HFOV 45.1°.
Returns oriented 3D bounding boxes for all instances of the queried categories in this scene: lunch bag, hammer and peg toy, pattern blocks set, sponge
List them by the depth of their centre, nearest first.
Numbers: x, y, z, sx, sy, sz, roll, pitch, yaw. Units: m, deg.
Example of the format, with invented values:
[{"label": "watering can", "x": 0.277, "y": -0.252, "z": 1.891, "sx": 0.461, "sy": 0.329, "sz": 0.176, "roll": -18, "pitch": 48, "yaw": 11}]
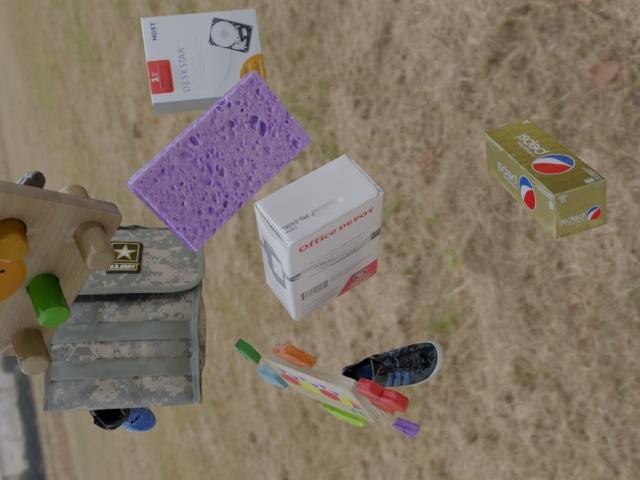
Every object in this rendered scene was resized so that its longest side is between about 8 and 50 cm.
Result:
[{"label": "hammer and peg toy", "x": -0.424, "y": 0.077, "z": 0.900, "sx": 0.361, "sy": 0.266, "sz": 0.127, "roll": -52, "pitch": 51, "yaw": 22}, {"label": "sponge", "x": -0.121, "y": -0.098, "z": 0.949, "sx": 0.117, "sy": 0.210, "sz": 0.031, "roll": 50, "pitch": 164, "yaw": -22}, {"label": "lunch bag", "x": -0.295, "y": 0.111, "z": 1.190, "sx": 0.169, "sy": 0.235, "sz": 0.286, "roll": 130, "pitch": 138, "yaw": -78}, {"label": "pattern blocks set", "x": 0.011, "y": 0.237, "z": 1.250, "sx": 0.325, "sy": 0.026, "sz": 0.285, "roll": 19, "pitch": 156, "yaw": 24}]

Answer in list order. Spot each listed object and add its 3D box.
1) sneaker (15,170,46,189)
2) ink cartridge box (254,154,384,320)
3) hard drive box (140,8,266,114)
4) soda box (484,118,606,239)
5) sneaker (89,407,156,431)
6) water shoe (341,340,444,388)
[{"label": "sneaker", "x": -0.617, "y": -0.014, "z": 1.569, "sx": 0.101, "sy": 0.106, "sz": 0.267, "roll": 1, "pitch": 65, "yaw": 56}, {"label": "ink cartridge box", "x": 0.000, "y": 0.000, "z": 1.221, "sx": 0.100, "sy": 0.172, "sz": 0.237, "roll": 51, "pitch": 161, "yaw": 27}, {"label": "hard drive box", "x": -0.236, "y": -0.362, "z": 1.570, "sx": 0.089, "sy": 0.232, "sz": 0.181, "roll": 162, "pitch": 99, "yaw": -79}, {"label": "soda box", "x": 0.251, "y": -0.075, "z": 0.879, "sx": 0.181, "sy": 0.061, "sz": 0.058, "roll": -115, "pitch": 10, "yaw": -58}, {"label": "sneaker", "x": -0.332, "y": 0.295, "z": 1.296, "sx": 0.152, "sy": 0.058, "sz": 0.085, "roll": 42, "pitch": 173, "yaw": -32}, {"label": "water shoe", "x": 0.130, "y": 0.237, "z": 1.417, "sx": 0.203, "sy": 0.080, "sz": 0.072, "roll": -27, "pitch": 65, "yaw": 31}]
